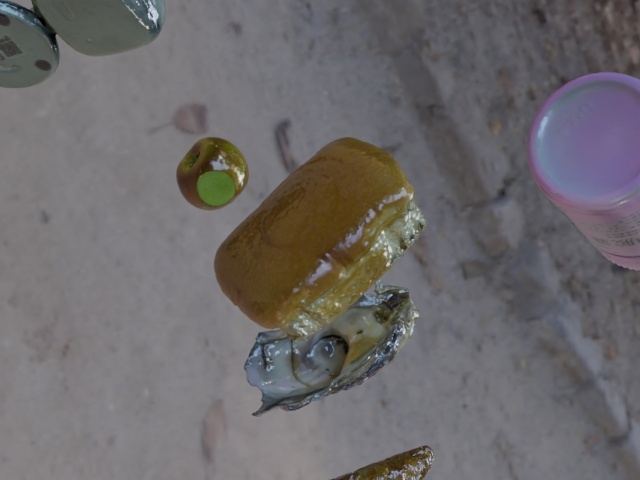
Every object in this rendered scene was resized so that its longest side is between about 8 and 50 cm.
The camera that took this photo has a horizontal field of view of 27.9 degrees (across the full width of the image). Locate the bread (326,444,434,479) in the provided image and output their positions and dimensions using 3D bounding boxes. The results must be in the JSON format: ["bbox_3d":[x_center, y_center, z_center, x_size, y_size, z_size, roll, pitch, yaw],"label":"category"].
[{"bbox_3d":[0.053,0.342,1.722,0.233,0.105,0.076,-20,81,-11],"label":"bread"}]

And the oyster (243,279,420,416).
[{"bbox_3d":[0.012,0.183,2.042,0.100,0.271,0.275,75,22,-46],"label":"oyster"}]

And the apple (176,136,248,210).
[{"bbox_3d":[-0.172,-0.107,2.025,0.102,0.114,0.099,50,14,-30],"label":"apple"}]

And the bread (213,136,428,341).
[{"bbox_3d":[0.000,0.000,1.464,0.245,0.174,0.121,-40,125,-4],"label":"bread"}]

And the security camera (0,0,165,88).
[{"bbox_3d":[-0.343,-0.280,1.622,0.157,0.302,0.080,51,34,-46],"label":"security camera"}]

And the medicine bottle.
[{"bbox_3d":[0.384,-0.079,1.634,0.291,0.178,0.178,35,51,-59],"label":"medicine bottle"}]
